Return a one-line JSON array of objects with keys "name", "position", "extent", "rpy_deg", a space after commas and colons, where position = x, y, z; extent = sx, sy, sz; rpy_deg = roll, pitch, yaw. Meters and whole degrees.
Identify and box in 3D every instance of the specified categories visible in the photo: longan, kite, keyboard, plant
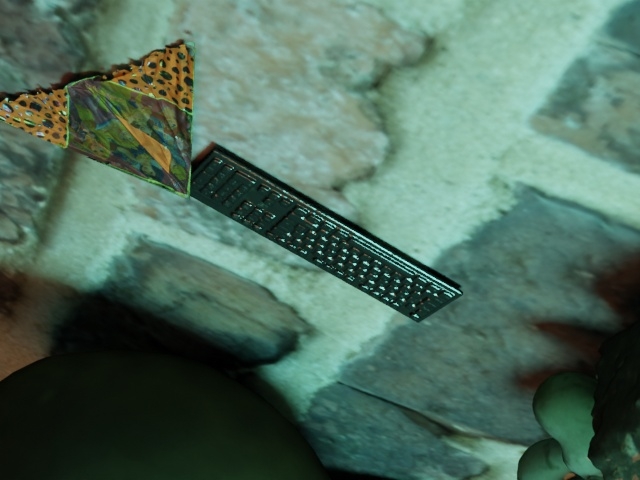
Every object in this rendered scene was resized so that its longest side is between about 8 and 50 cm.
[{"name": "longan", "position": [-0.141, 0.270, 1.235], "extent": [0.404, 0.336, 0.404], "rpy_deg": [43, -175, -5]}, {"name": "kite", "position": [-0.124, -0.067, 0.992], "extent": [0.222, 0.008, 0.125], "rpy_deg": [-8, 133, 40]}, {"name": "keyboard", "position": [0.000, 0.000, 1.033], "extent": [0.202, 0.011, 0.067], "rpy_deg": [30, 148, -15]}, {"name": "plant", "position": [0.219, 0.133, 0.977], "extent": [0.149, 0.146, 0.274], "rpy_deg": [36, 147, -3]}]
